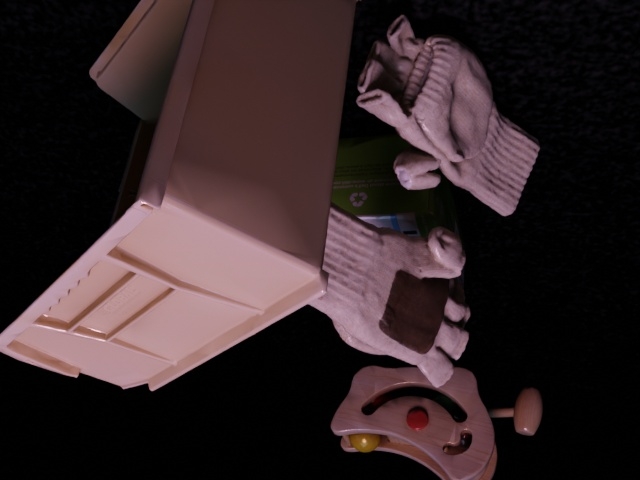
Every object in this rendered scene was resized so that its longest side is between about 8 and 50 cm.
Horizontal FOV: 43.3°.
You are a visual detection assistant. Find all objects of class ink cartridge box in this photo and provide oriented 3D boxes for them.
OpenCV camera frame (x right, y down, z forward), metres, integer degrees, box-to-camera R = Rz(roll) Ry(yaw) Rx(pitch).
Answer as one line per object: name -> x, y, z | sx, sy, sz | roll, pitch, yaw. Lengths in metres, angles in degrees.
ink cartridge box -> 0.000, 0.000, 0.778 | 0.255, 0.097, 0.189 | -4, 144, 17

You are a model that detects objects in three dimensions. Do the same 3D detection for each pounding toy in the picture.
pounding toy -> 0.161, 0.270, 1.087 | 0.269, 0.154, 0.155 | -1, 145, 15

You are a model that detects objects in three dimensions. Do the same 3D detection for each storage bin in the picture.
storage bin -> -0.102, -0.055, 0.573 | 0.123, 0.262, 0.260 | 26, 143, -28

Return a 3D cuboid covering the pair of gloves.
pair of gloves -> 0.079, -0.029, 0.606 | 0.204, 0.240, 0.042 | 38, 164, -36
